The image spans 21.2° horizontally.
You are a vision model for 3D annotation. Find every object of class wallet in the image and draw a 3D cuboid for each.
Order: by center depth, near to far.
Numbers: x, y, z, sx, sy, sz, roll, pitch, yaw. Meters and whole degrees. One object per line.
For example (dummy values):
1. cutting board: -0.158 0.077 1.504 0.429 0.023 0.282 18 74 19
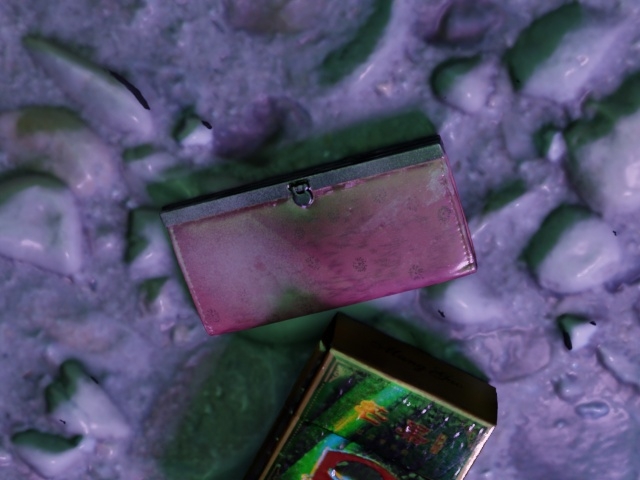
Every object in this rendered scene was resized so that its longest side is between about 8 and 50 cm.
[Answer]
1. wallet: 0.000 0.000 1.356 0.232 0.025 0.119 -14 113 12

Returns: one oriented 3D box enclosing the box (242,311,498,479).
1. box: 0.023 0.195 1.417 0.159 0.071 0.240 26 113 -4
